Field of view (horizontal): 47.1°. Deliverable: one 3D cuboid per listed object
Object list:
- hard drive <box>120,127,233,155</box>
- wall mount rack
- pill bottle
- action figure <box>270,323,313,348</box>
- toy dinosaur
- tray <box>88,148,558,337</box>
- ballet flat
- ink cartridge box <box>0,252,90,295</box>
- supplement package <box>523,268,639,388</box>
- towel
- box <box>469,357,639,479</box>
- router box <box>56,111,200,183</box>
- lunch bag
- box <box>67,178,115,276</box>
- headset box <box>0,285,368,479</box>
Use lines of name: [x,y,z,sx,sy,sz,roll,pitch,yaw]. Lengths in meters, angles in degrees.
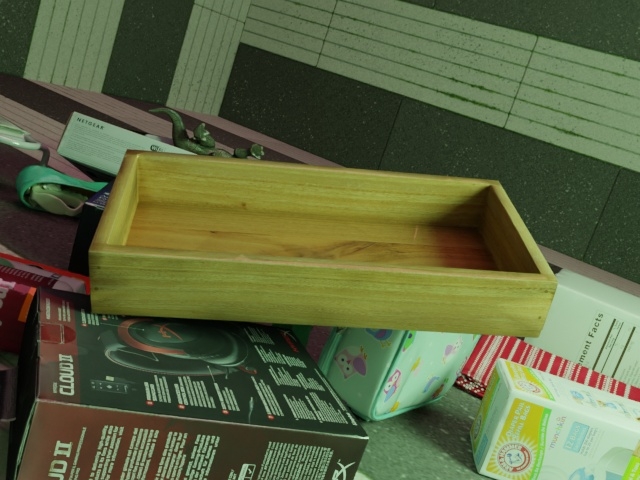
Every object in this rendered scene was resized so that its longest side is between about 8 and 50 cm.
hard drive: [-0.316,-0.194,1.614,0.255,0.054,0.172,9,6,-43]
wall mount rack: [-0.670,-0.181,1.299,0.350,0.130,0.304,27,11,37]
pill bottle: [-0.311,0.074,0.758,0.152,0.086,0.086,16,12,-10]
action figure: [-0.012,0.056,0.931,0.064,0.232,0.137,13,14,-27]
toy dinosaur: [-0.220,-0.162,1.500,0.314,0.121,0.160,19,-19,-27]
tray: [0.000,0.000,0.735,0.411,0.076,0.203,5,31,-7]
ballet flat: [-0.407,-0.061,1.283,0.247,0.083,0.087,14,37,-17]
ink cartridge box: [-0.378,0.038,0.907,0.181,0.056,0.224,17,14,-7]
supplement package: [0.507,0.189,1.245,0.293,0.175,0.177,24,15,22]
towel: [0.355,0.222,1.112,0.275,0.031,0.199,23,27,21]
box: [0.292,0.234,0.868,0.203,0.114,0.103,18,13,2]
router box: [-0.289,-0.112,1.405,0.336,0.082,0.301,19,-8,2]
lunch bag: [0.113,0.111,0.921,0.108,0.224,0.279,31,11,30]
box: [-0.278,-0.009,1.126,0.153,0.108,0.207,16,13,-9]
headset box: [-0.140,0.144,0.639,0.293,0.110,0.218,13,13,-25]
